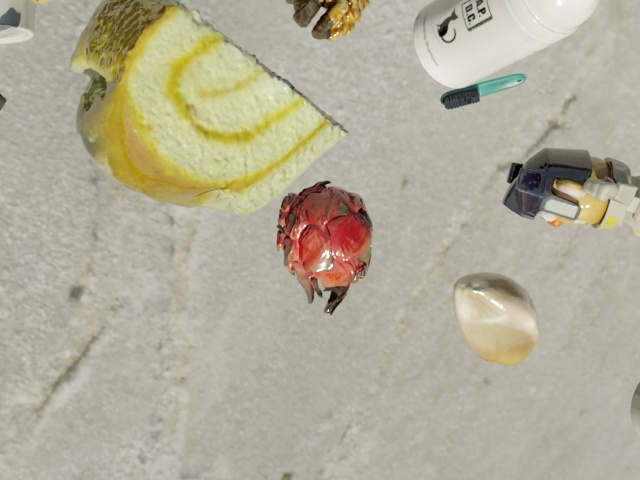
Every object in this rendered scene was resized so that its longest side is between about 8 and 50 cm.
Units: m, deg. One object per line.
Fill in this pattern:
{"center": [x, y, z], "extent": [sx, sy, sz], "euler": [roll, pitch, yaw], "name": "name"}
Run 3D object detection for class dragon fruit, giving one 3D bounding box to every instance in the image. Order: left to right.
{"center": [0.004, 0.002, 1.063], "extent": [0.130, 0.121, 0.142], "euler": [-50, 137, -12], "name": "dragon fruit"}

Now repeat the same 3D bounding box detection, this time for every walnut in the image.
{"center": [0.019, -0.429, 1.593], "extent": [0.143, 0.069, 0.170], "euler": [33, 68, -14], "name": "walnut"}

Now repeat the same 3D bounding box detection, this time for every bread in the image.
{"center": [-0.178, -0.175, 1.361], "extent": [0.395, 0.239, 0.264], "euler": [34, 93, -41], "name": "bread"}

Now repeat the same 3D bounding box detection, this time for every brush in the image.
{"center": [0.356, -0.322, 2.015], "extent": [0.194, 0.032, 0.043], "euler": [-14, 142, 3], "name": "brush"}

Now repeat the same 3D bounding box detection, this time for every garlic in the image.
{"center": [0.321, 0.142, 1.666], "extent": [0.318, 0.143, 0.112], "euler": [67, 27, -49], "name": "garlic"}

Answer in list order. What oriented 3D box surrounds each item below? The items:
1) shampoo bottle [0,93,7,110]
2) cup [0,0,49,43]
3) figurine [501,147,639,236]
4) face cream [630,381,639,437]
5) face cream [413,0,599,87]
{"center": [-0.432, -0.123, 1.138], "extent": [0.027, 0.048, 0.137], "euler": [33, 95, -17], "name": "shampoo bottle"}
{"center": [-0.441, -0.390, 1.268], "extent": [0.241, 0.185, 0.226], "euler": [0, 90, -29], "name": "cup"}
{"center": [0.471, -0.085, 1.634], "extent": [0.308, 0.309, 0.143], "euler": [41, 59, -54], "name": "figurine"}
{"center": [0.312, 0.141, 0.636], "extent": [0.077, 0.250, 0.077], "euler": [-1, 94, -12], "name": "face cream"}
{"center": [0.299, -0.344, 1.305], "extent": [0.145, 0.370, 0.145], "euler": [10, 71, -32], "name": "face cream"}
